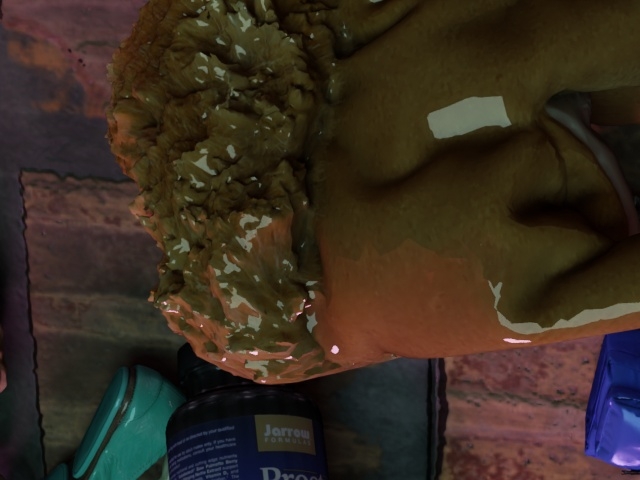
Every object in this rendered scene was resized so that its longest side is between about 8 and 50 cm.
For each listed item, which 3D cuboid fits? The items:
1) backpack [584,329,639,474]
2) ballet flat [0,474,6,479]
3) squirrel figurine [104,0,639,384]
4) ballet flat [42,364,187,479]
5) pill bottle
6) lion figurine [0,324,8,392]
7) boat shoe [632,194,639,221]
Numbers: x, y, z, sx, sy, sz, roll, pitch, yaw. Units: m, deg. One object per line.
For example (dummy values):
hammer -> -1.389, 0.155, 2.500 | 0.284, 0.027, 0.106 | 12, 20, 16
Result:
backpack -> 0.263, 0.132, 1.371 | 0.120, 0.101, 0.098 | 11, 124, 2
ballet flat -> -0.396, 0.144, 1.498 | 0.342, 0.124, 0.116 | 33, 124, -4
squirrel figurine -> 0.041, -0.112, 1.170 | 0.397, 0.281, 0.370 | -11, 90, 6
ballet flat -> -0.178, 0.205, 1.511 | 0.087, 0.083, 0.247 | 27, 121, -18
pill bottle -> -0.054, 0.184, 1.394 | 0.123, 0.123, 0.219 | -14, 68, 18
lion figurine -> -0.404, -0.010, 1.428 | 0.392, 0.142, 0.240 | 36, 150, 9
boat shoe -> 0.224, 0.004, 1.338 | 0.219, 0.078, 0.070 | -7, 82, 21
